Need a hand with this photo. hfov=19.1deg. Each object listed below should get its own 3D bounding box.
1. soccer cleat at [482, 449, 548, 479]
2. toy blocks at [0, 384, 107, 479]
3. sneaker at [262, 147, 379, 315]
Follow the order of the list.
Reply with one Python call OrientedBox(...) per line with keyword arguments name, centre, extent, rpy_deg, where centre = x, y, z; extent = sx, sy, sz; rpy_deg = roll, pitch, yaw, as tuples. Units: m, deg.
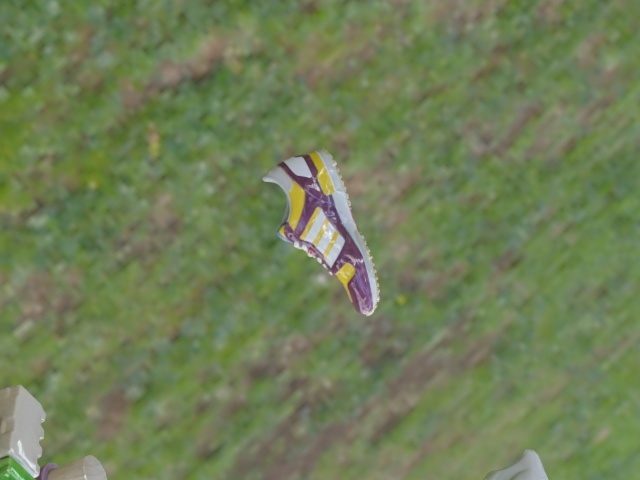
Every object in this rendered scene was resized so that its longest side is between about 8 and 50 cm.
OrientedBox(name="soccer cleat", centre=(0.188, 0.307, 2.132), extent=(0.068, 0.076, 0.196), rpy_deg=(26, 132, -26))
OrientedBox(name="toy blocks", centre=(-0.363, 0.279, 1.667), extent=(0.260, 0.289, 0.309), rpy_deg=(-22, 132, 19))
OrientedBox(name="sneaker", centre=(0.000, 0.000, 2.011), extent=(0.084, 0.185, 0.069), rpy_deg=(-21, 179, -8))
